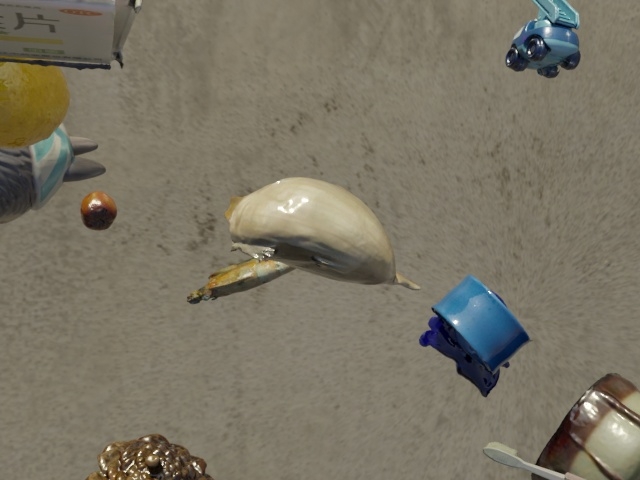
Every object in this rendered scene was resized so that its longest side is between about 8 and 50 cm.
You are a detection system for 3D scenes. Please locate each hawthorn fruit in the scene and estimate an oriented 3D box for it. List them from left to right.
[{"bbox_3d":[-0.424,-0.057,1.753,0.077,0.077,0.077,-1,85,12],"label":"hawthorn fruit"}]

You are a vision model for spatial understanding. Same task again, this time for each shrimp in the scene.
[{"bbox_3d":[-0.151,0.069,1.901,0.254,0.145,0.059,-20,92,8],"label":"shrimp"}]

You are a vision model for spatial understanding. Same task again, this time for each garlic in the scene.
[{"bbox_3d":[0.002,-0.008,0.661,0.152,0.084,0.066,13,86,10],"label":"garlic"}]

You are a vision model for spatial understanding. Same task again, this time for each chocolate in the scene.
[{"bbox_3d":[0.544,0.404,1.696,0.186,0.284,0.283,38,94,30],"label":"chocolate"}]

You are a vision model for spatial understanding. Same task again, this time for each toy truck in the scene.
[{"bbox_3d":[0.223,-0.211,0.908,0.056,0.073,0.090,10,81,-21],"label":"toy truck"}]

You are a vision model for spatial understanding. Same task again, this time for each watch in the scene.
[{"bbox_3d":[0.293,0.168,1.691,0.196,0.200,0.171,39,86,3],"label":"watch"}]

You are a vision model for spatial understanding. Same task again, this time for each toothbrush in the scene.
[{"bbox_3d":[0.240,0.222,0.823,0.194,0.017,0.014,19,117,22],"label":"toothbrush"}]

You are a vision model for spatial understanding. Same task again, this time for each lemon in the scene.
[{"bbox_3d":[-0.331,-0.152,0.962,0.114,0.155,0.114,4,102,20],"label":"lemon"}]

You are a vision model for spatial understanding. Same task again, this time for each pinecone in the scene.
[{"bbox_3d":[-0.294,0.471,1.560,0.244,0.244,0.309,21,114,13],"label":"pinecone"}]

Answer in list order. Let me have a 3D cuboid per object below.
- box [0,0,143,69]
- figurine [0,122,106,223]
[{"bbox_3d":[-0.289,-0.215,0.632,0.333,0.173,0.145,2,88,-14],"label":"box"},{"bbox_3d":[-0.644,-0.214,1.884,0.266,0.378,0.361,-7,90,42],"label":"figurine"}]
